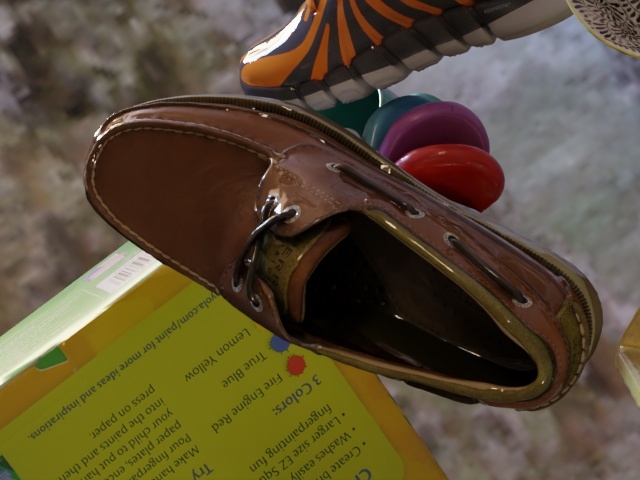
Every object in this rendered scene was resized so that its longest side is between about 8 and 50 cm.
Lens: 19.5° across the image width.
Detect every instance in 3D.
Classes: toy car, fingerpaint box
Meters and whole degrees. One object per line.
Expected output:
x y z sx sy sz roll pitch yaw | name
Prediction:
0.075 -0.037 1.384 0.159 0.136 0.182 15 -148 -24 | toy car
-0.142 0.239 1.390 0.371 0.445 0.163 55 167 -14 | fingerpaint box

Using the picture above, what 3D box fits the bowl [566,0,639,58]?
0.238 -0.175 1.150 0.170 0.170 0.080 53 -171 30 | bowl

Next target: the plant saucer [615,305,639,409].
0.304 -0.025 1.108 0.081 0.333 0.333 28 -172 0 | plant saucer

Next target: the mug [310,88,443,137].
0.045 -0.061 1.577 0.097 0.129 0.157 36 170 -30 | mug

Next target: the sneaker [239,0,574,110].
0.044 -0.217 1.374 0.180 0.321 0.124 58 -146 -20 | sneaker

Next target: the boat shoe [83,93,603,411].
0.000 0.000 0.990 0.307 0.111 0.104 19 -164 15 | boat shoe
